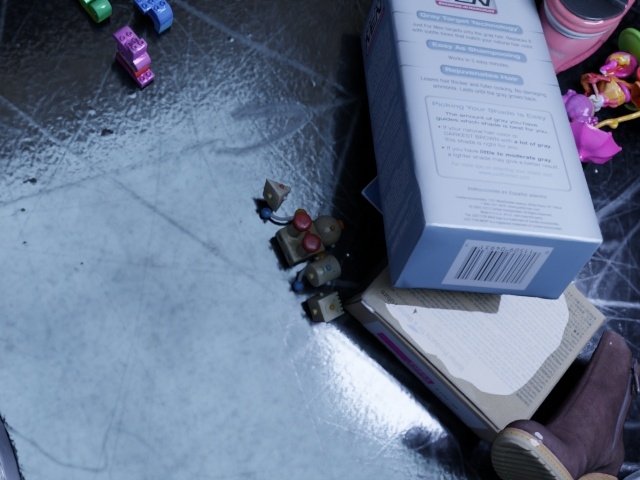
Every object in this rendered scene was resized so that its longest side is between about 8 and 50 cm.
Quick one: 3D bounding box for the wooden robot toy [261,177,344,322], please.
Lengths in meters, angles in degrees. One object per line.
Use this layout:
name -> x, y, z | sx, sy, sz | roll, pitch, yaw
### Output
wooden robot toy -> 0.000, 0.000, 1.102 | 0.079, 0.076, 0.173 | -22, 85, -28

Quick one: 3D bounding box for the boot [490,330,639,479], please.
boot -> 0.279, 0.188, 1.076 | 0.248, 0.090, 0.207 | 47, 61, -46

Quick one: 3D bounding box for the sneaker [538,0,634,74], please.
sneaker -> 0.337, -0.312, 1.231 | 0.116, 0.136, 0.314 | 37, 49, 9

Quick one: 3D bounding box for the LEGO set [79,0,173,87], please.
LEGO set -> -0.236, -0.297, 1.087 | 0.087, 0.093, 0.227 | -40, 90, -18

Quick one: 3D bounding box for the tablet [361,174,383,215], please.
tablet -> 0.094, -0.046, 1.165 | 0.083, 0.006, 0.054 | 46, 72, -3

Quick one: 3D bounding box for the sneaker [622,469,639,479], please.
sneaker -> 0.479, 0.325, 1.136 | 0.256, 0.094, 0.151 | -1, 73, -17

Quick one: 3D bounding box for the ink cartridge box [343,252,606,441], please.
ink cartridge box -> 0.176, 0.082, 1.116 | 0.235, 0.088, 0.193 | 45, 74, -4

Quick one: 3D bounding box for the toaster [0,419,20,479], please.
toaster -> -0.366, 0.206, 0.927 | 0.129, 0.146, 0.227 | -18, 84, -17

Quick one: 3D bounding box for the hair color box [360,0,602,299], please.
hair color box -> 0.160, -0.125, 1.067 | 0.185, 0.113, 0.374 | 5, 53, -13

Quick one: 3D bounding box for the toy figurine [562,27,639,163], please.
toy figurine -> 0.358, -0.167, 1.211 | 0.159, 0.130, 0.173 | -25, 64, -8
